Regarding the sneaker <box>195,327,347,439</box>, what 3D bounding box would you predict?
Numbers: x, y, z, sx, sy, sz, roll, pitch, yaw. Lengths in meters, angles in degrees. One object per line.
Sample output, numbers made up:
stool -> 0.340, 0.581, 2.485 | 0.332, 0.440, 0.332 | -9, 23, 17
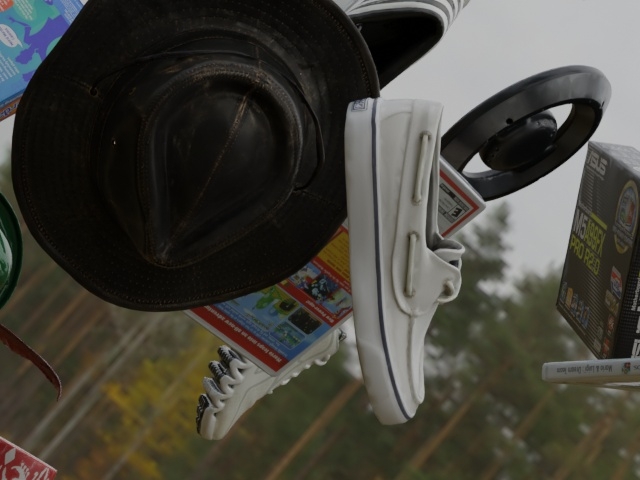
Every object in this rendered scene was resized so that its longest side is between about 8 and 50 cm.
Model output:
sneaker -> -0.043, 0.124, 1.967 | 0.118, 0.292, 0.110 | 34, 5, -14

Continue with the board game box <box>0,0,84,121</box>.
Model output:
board game box -> -0.332, -0.193, 1.598 | 0.160, 0.210, 0.047 | 54, -24, 10

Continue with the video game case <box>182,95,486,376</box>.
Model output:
video game case -> 0.000, 0.000, 1.628 | 0.204, 0.285, 0.025 | 40, 15, -43

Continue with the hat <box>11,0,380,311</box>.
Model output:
hat -> -0.095, -0.063, 1.373 | 0.331, 0.331, 0.134 | 46, 10, -25

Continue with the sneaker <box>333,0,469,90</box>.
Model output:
sneaker -> -0.035, -0.290, 2.175 | 0.448, 0.257, 0.169 | -6, -62, 20

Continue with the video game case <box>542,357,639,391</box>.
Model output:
video game case -> 0.290, 0.114, 1.388 | 0.157, 0.019, 0.143 | 9, -11, -35

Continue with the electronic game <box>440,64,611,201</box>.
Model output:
electronic game -> 0.213, -0.112, 1.804 | 0.048, 0.229, 0.229 | 61, -2, 22

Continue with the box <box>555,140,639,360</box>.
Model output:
box -> 0.344, 0.015, 1.901 | 0.060, 0.216, 0.270 | 7, 13, -7

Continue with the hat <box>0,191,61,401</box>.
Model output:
hat -> -0.330, 0.021, 1.572 | 0.208, 0.173, 0.183 | 27, -9, -27

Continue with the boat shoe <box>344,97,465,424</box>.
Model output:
boat shoe -> 0.073, 0.017, 1.341 | 0.088, 0.267, 0.096 | -3, 5, 11

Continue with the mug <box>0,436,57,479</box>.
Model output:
mug -> -0.382, 0.297, 1.824 | 0.113, 0.169, 0.150 | 22, -14, 41
